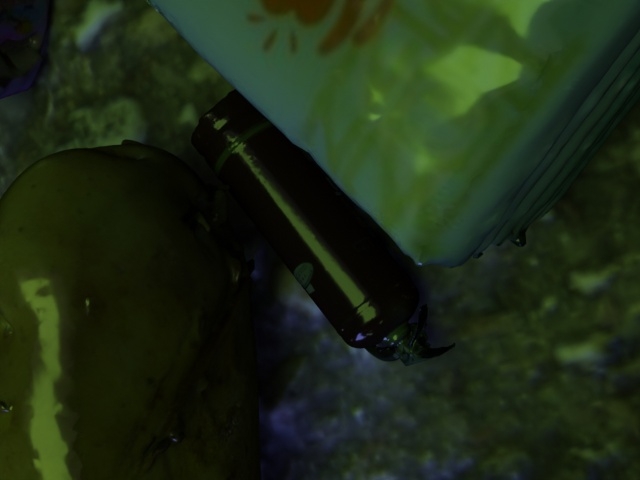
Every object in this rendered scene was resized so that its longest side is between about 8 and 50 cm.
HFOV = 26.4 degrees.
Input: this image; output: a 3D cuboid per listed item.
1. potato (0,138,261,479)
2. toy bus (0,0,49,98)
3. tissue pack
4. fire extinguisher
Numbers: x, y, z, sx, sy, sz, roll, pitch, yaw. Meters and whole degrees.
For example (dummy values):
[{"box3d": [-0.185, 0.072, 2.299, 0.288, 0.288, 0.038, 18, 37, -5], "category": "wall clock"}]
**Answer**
[{"box3d": [-0.097, 0.107, 0.634, 0.140, 0.173, 0.300, 7, 103, 12], "category": "potato"}, {"box3d": [-0.275, -0.150, 0.735, 0.274, 0.090, 0.112, 16, 114, 26], "category": "toy bus"}, {"box3d": [0.074, -0.227, 0.495, 0.287, 0.162, 0.388, 44, 115, 18], "category": "tissue pack"}, {"box3d": [0.000, 0.000, 0.638, 0.158, 0.043, 0.064, 52, 147, 11], "category": "fire extinguisher"}]
